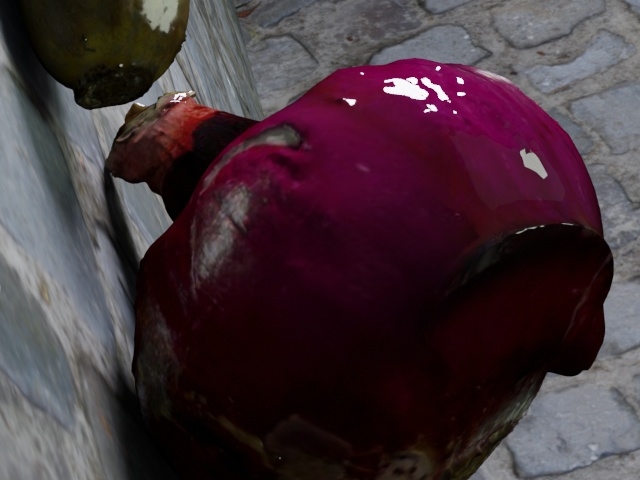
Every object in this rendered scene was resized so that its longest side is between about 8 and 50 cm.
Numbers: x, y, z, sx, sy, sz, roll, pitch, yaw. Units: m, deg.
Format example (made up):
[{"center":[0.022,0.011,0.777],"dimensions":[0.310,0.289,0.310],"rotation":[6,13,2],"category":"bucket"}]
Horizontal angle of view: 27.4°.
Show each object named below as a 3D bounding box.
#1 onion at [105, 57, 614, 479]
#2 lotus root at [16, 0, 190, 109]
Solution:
[{"center":[0.000,0.000,1.000],"dimensions":[0.420,0.398,0.398],"rotation":[49,-8,29],"category":"onion"},{"center":[-0.165,-0.209,0.959],"dimensions":[0.123,0.124,0.241],"rotation":[117,-38,-51],"category":"lotus root"}]
